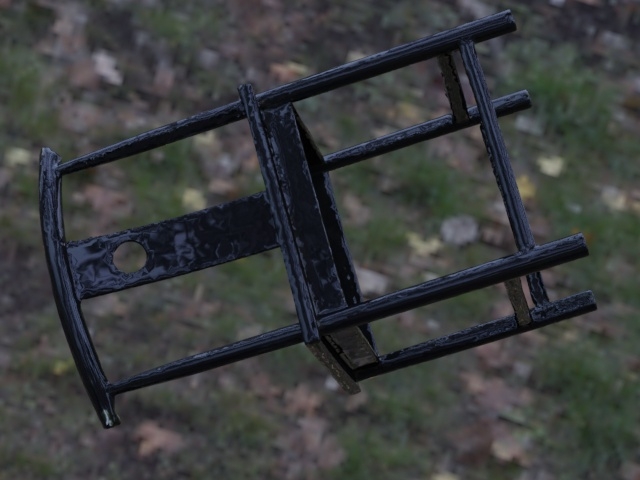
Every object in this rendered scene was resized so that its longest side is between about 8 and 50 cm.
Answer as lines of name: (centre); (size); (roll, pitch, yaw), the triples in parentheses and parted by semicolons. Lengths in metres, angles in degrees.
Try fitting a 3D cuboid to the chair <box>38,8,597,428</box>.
chair: (0.000, 0.000, 0.948); (0.260, 0.155, 0.141); (-17, -19, 6)
